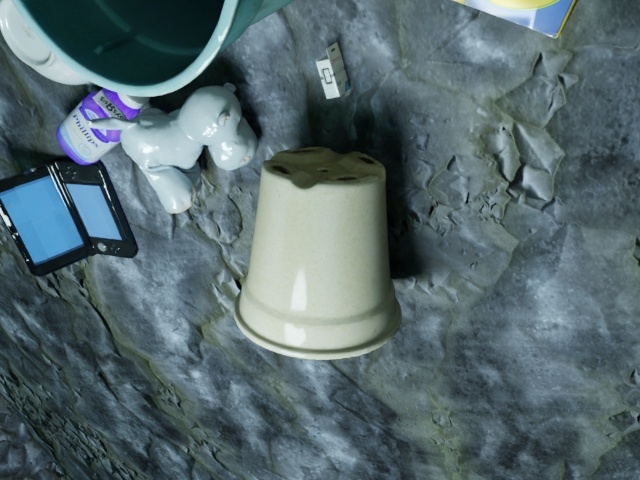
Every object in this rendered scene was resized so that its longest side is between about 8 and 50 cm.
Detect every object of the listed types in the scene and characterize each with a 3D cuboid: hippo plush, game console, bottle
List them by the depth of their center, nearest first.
[{"bbox_3d":[-0.259,-0.227,1.132,0.236,0.234,0.294,-26,129,9],"label":"hippo plush"},{"bbox_3d":[-0.484,-0.270,1.269,0.282,0.092,0.118,-22,110,39],"label":"bottle"},{"bbox_3d":[-0.663,-0.048,1.481,0.250,0.173,0.293,6,126,27],"label":"game console"}]

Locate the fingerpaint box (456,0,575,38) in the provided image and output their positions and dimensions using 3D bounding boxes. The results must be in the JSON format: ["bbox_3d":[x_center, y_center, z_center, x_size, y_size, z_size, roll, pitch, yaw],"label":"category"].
[{"bbox_3d":[0.163,-0.509,0.673,0.444,0.163,0.371,26,131,14],"label":"fingerpaint box"}]

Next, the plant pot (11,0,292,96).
[{"bbox_3d":[-0.126,-0.372,0.610,0.341,0.334,0.341,17,128,24],"label":"plant pot"}]

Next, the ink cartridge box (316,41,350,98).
[{"bbox_3d":[0.020,-0.297,0.989,0.028,0.048,0.083,-1,120,31],"label":"ink cartridge box"}]

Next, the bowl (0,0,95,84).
[{"bbox_3d":[-0.550,-0.441,1.157,0.297,0.134,0.298,16,130,20],"label":"bowl"}]

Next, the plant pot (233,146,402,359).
[{"bbox_3d":[0.000,0.000,1.063,0.333,0.334,0.306,13,118,21],"label":"plant pot"}]
